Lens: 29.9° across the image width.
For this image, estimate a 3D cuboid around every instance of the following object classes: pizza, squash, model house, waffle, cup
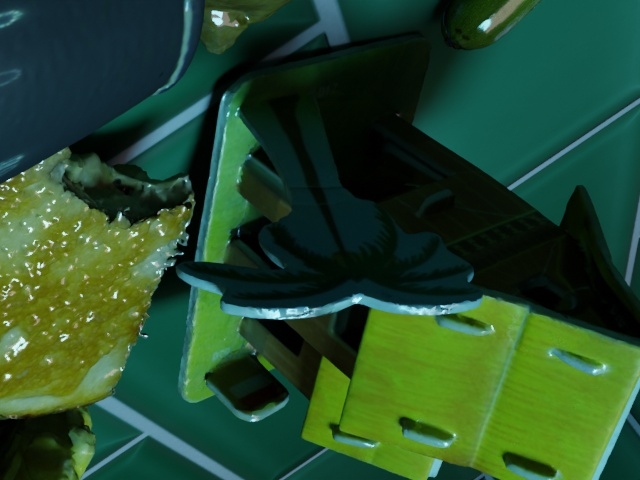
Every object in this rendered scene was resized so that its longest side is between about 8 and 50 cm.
[{"bbox_3d":[-0.199,0.011,0.743,0.223,0.089,0.323,-49,150,7],"label":"pizza"},{"bbox_3d":[0.163,-0.203,0.874,0.183,0.052,0.052,-37,158,8],"label":"squash"},{"bbox_3d":[0.034,0.078,0.820,0.340,0.323,0.300,-21,136,-39],"label":"model house"},{"bbox_3d":[-0.254,0.255,0.934,0.068,0.325,0.302,25,139,-18],"label":"waffle"},{"bbox_3d":[-0.163,-0.105,0.509,0.176,0.169,0.223,-29,-167,-32],"label":"cup"}]

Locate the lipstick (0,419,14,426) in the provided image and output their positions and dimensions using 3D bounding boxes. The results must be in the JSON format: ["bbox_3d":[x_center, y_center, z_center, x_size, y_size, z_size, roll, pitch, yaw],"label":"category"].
[{"bbox_3d":[-0.369,0.142,0.817,0.356,0.057,0.057,-10,147,-45],"label":"lipstick"}]

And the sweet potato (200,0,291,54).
[{"bbox_3d":[0.040,-0.260,0.501,0.130,0.130,0.423,-1,135,-54],"label":"sweet potato"}]
